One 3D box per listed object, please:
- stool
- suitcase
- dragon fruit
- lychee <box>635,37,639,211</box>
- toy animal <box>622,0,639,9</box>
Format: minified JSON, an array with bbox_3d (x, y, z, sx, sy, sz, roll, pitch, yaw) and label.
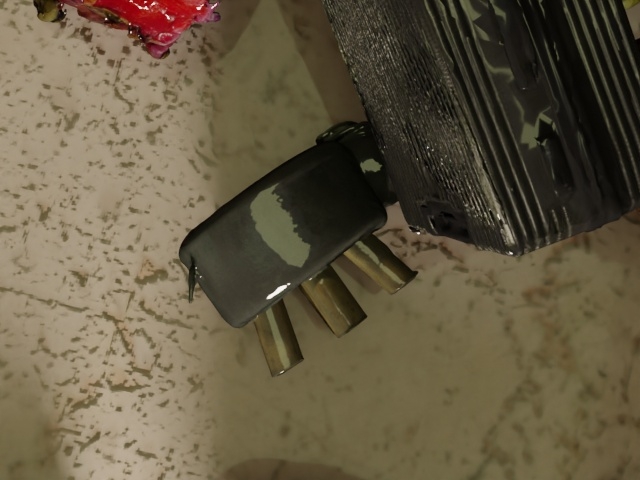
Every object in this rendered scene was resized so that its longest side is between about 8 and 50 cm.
[{"bbox_3d":[0.002,-0.002,1.110,0.228,0.153,0.139,-36,90,-4],"label":"stool"},{"bbox_3d":[0.104,-0.167,0.986,0.152,0.229,0.335,-24,101,-11],"label":"suitcase"},{"bbox_3d":[-0.120,-0.252,1.102,0.147,0.282,0.211,15,52,-23],"label":"dragon fruit"},{"bbox_3d":[0.327,-0.091,1.067,0.271,0.271,0.271,0,87,-3],"label":"lychee"},{"bbox_3d":[0.207,-0.241,1.183,0.181,0.073,0.136,40,78,11],"label":"toy animal"}]
